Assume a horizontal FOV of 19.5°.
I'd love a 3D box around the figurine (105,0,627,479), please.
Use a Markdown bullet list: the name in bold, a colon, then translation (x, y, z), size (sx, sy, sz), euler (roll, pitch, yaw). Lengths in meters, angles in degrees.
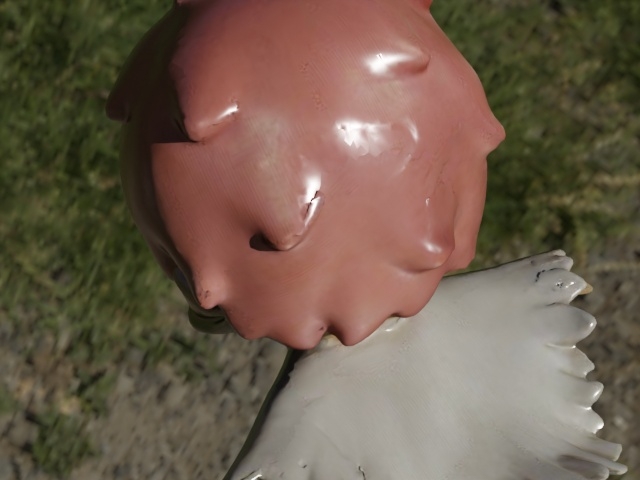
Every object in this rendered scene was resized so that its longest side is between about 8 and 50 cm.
- **figurine**: translation (0.000, 0.000, 0.752), size (0.207, 0.166, 0.387), euler (-31, 101, -31)
